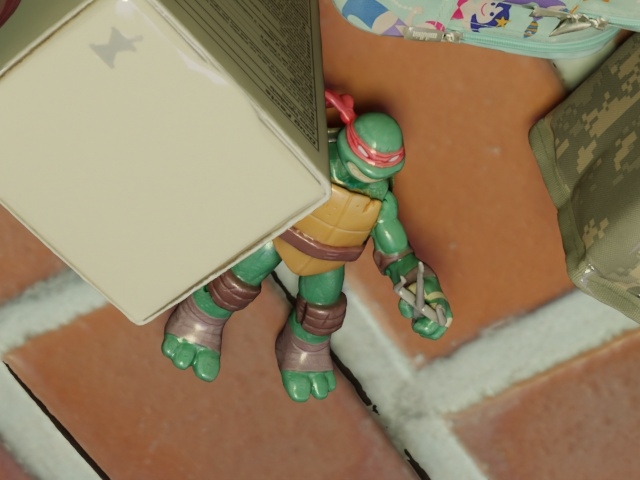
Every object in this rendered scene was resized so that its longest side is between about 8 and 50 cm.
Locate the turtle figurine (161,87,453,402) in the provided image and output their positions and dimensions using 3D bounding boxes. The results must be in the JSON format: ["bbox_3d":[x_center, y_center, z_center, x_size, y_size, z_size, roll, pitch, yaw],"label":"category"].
[{"bbox_3d":[0.000,0.000,1.034,0.175,0.118,0.234,27,134,-6],"label":"turtle figurine"}]

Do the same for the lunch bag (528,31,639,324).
[{"bbox_3d":[0.302,-0.027,0.995,0.287,0.169,0.235,30,120,-28],"label":"lunch bag"}]

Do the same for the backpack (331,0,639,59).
[{"bbox_3d":[0.117,-0.202,0.842,0.254,0.225,0.191,4,146,-9],"label":"backpack"}]

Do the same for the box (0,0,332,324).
[{"bbox_3d":[-0.088,-0.096,0.896,0.127,0.232,0.148,-35,117,19],"label":"box"}]
